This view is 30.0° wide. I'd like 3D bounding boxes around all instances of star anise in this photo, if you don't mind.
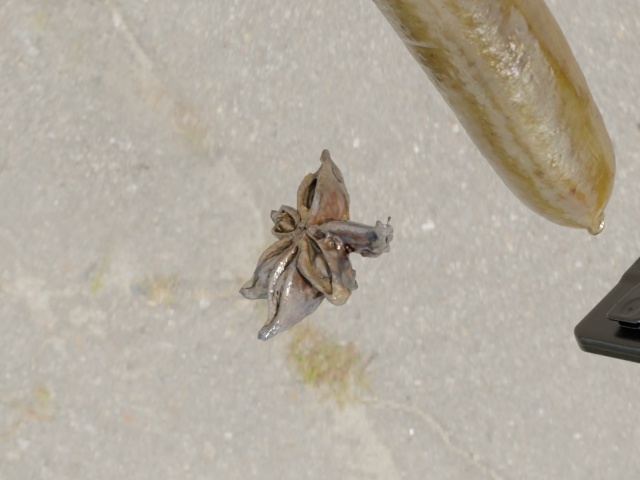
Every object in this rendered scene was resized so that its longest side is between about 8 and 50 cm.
[{"bbox_3d":[-0.009,0.014,1.157,0.063,0.208,0.172,34,100,-30],"label":"star anise"}]

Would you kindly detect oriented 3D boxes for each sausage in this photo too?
[{"bbox_3d":[0.139,-0.182,1.045,0.123,0.136,0.501,-28,133,17],"label":"sausage"}]

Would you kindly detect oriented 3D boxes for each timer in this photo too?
[{"bbox_3d":[0.398,0.069,1.391,0.144,0.187,0.055,9,132,50],"label":"timer"}]
